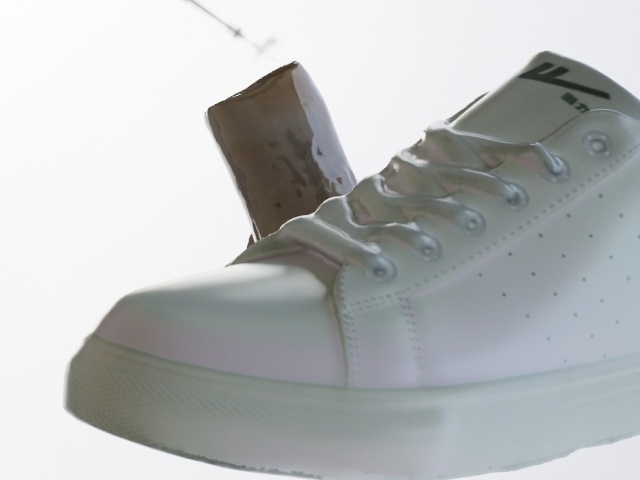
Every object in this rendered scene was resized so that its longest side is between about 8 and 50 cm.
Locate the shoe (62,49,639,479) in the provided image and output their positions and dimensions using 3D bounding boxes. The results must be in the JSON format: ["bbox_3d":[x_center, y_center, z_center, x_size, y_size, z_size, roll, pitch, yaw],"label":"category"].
[{"bbox_3d":[0.070,0.001,0.673,0.132,0.363,0.160,11,-79,57],"label":"shoe"}]

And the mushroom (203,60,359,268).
[{"bbox_3d":[0.000,0.000,1.428,0.293,0.292,0.290,-30,-100,25],"label":"mushroom"}]
